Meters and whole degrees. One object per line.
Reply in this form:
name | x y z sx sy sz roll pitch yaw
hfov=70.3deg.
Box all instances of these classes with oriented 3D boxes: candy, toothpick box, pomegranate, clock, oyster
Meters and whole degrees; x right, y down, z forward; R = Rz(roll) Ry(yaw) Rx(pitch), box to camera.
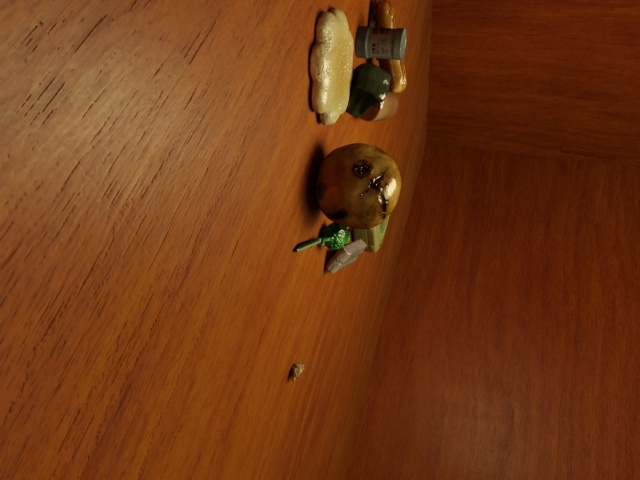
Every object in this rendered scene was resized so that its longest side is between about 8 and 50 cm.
candy | -0.001 0.002 1.421 0.323 0.097 0.097 -18 118 -62
toothpick box | 0.202 -0.661 1.522 0.101 0.153 0.101 10 90 -73
pomegranate | 0.109 -0.161 1.351 0.260 0.260 0.260 10 90 -74
clock | 0.235 -0.146 2.011 0.286 0.117 0.348 78 27 -52
oyster | -0.082 0.428 1.479 0.080 0.038 0.083 -53 176 -37

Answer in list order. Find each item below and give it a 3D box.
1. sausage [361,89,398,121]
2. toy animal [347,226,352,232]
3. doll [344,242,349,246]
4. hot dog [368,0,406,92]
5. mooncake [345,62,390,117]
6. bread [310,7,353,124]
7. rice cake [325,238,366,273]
sausage | 0.209 -0.508 1.699 0.253 0.123 0.123 -37 135 -65
toy animal | 0.101 -0.097 1.689 0.105 0.070 0.202 135 -37 -86
doll | 0.096 0.005 1.778 0.057 0.039 0.114 -53 174 7
hot dog | 0.243 -0.711 1.667 0.135 0.100 0.337 -76 152 -65
mooncake | 0.137 -0.468 1.426 0.175 0.104 0.168 -53 -145 36
bread | 0.041 -0.482 1.275 0.316 0.054 0.316 10 90 -72
rice cake | 0.103 0.059 1.742 0.106 0.050 0.298 -50 170 16
